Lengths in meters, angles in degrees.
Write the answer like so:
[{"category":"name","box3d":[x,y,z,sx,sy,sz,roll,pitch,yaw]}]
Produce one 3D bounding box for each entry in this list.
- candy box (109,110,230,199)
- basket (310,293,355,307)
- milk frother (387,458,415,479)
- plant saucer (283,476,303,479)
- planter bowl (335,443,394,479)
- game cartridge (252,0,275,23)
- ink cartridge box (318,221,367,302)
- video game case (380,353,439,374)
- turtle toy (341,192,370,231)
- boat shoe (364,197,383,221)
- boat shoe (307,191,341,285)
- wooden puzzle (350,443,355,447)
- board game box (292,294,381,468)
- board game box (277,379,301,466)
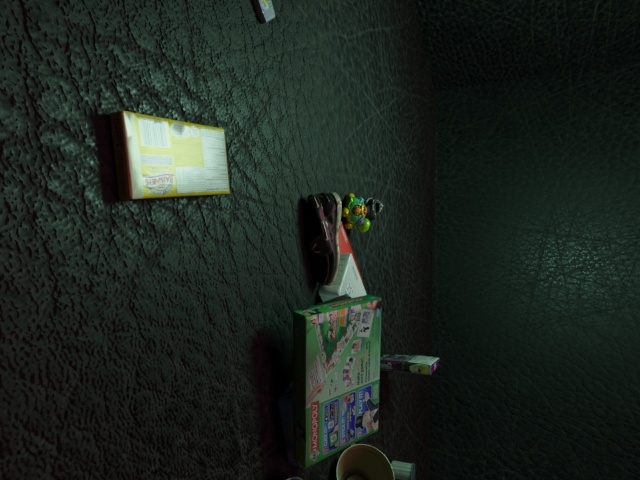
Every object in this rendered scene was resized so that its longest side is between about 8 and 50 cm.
[{"category":"candy box","box3d":[-0.198,-0.114,0.602,0.206,0.027,0.105,-18,108,-66]},{"category":"basket","box3d":[0.059,0.224,1.063,0.167,0.113,0.103,58,14,-50]},{"category":"milk frother","box3d":[0.282,0.876,1.588,0.143,0.134,0.129,34,59,-63]},{"category":"plant saucer","box3d":[-0.093,0.621,0.810,0.317,0.043,0.318,0,90,-67]},{"category":"planter bowl","box3d":[0.110,0.667,1.184,0.162,0.162,0.109,-63,171,-49]},{"category":"game cartridge","box3d":[-0.115,-0.471,0.835,0.056,0.017,0.083,-61,143,-45]},{"category":"ink cartridge box","box3d":[0.094,0.135,1.255,0.296,0.066,0.261,67,32,-43]},{"category":"video game case","box3d":[0.328,0.464,1.620,0.232,0.210,0.042,21,70,-67]},{"category":"turtle toy","box3d":[0.111,-0.079,1.299,0.095,0.066,0.130,-70,149,-41]},{"category":"boat shoe","box3d":[0.185,-0.103,1.482,0.206,0.065,0.075,-37,123,-63]},{"category":"boat shoe","box3d":[0.000,0.000,1.046,0.079,0.084,0.233,-7,106,-30]},{"category":"wooden puzzle","box3d":[0.100,0.657,1.313,0.078,0.014,0.116,-67,147,-45]},{"category":"board game box","box3d":[0.039,0.289,0.913,0.213,0.046,0.317,-5,100,-38]},{"category":"board game box","box3d":[-0.025,0.375,0.987,0.211,0.039,0.160,-37,123,-64]}]
